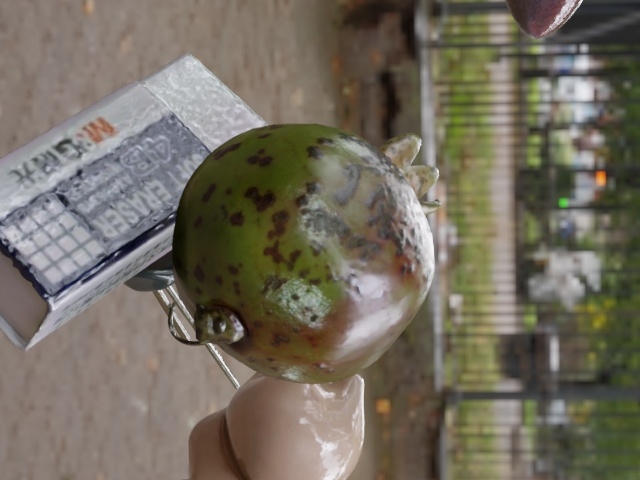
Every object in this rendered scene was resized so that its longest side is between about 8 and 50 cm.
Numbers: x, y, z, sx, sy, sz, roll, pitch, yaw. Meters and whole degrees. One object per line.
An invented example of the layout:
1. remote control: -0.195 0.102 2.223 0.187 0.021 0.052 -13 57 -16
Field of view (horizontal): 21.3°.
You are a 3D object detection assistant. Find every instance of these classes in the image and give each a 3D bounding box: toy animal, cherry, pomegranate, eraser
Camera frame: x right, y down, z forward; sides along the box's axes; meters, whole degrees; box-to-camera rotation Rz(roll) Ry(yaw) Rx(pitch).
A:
1. toy animal: -0.056 0.277 2.169 0.269 0.237 0.326 -64 -175 -13
2. cherry: 0.325 -0.343 2.289 0.115 0.188 0.148 26 84 -53
3. pomegranate: 0.001 0.009 1.270 0.246 0.198 0.198 -3 93 -58
4. eraser: -0.167 -0.040 1.375 0.287 0.130 0.086 -38 169 -40

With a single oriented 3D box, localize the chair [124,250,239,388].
1. chair: -0.133 0.048 1.736 0.095 0.104 0.221 -49 141 -9
